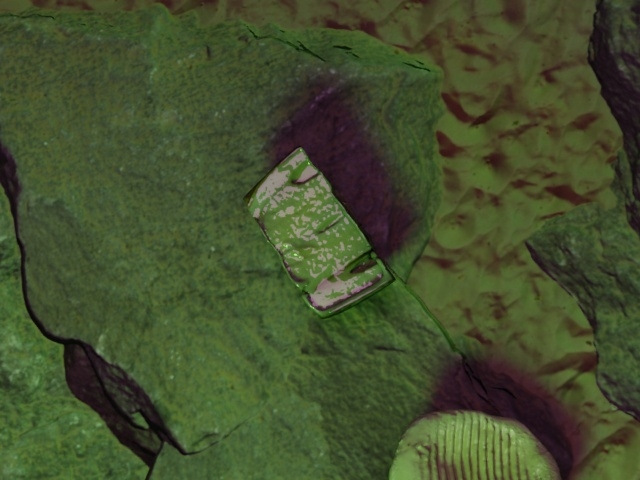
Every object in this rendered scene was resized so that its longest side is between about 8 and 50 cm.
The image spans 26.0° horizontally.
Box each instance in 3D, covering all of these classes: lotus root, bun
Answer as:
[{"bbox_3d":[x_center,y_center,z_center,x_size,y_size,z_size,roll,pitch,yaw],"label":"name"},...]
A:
[{"bbox_3d":[0.000,0.000,1.858,0.119,0.138,0.235,-35,68,2],"label":"lotus root"},{"bbox_3d":[0.187,0.319,1.703,0.231,0.133,0.231,4,50,-5],"label":"bun"}]
